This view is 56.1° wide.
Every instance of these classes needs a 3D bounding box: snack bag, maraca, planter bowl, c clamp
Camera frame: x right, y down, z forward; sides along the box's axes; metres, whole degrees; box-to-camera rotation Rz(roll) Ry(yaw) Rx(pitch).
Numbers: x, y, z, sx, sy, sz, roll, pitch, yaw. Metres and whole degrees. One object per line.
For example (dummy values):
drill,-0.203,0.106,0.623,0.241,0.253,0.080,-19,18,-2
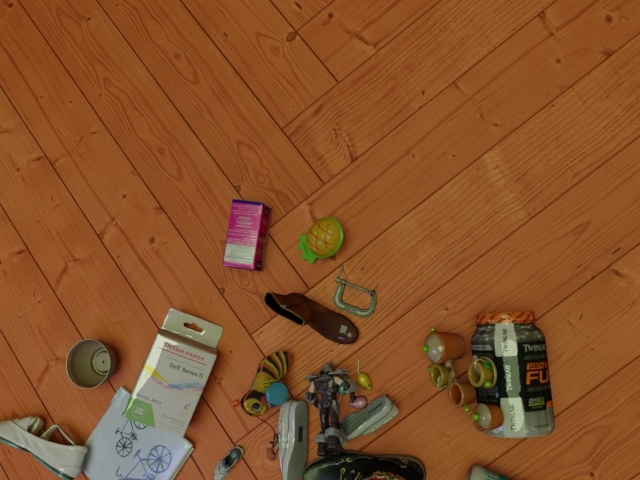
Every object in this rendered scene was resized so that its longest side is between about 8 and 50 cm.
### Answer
snack bag,-0.632,0.713,1.998,0.343,0.037,0.323,33,89,17
maraca,0.000,0.000,1.932,0.186,0.099,0.127,-33,67,32
planter bowl,-0.754,0.413,2.025,0.162,0.109,0.161,-2,82,12
c clamp,0.110,0.167,1.921,0.161,0.022,0.137,26,88,14

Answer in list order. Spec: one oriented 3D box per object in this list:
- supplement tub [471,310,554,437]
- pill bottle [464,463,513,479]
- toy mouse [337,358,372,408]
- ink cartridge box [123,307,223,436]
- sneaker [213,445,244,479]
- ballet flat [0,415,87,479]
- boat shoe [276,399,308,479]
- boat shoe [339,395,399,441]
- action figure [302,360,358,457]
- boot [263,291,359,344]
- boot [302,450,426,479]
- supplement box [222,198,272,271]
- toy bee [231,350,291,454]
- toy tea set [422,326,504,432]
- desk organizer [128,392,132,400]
supplement tub,0.542,0.374,1.709,0.207,0.207,0.337,-6,82,11
pill bottle,0.533,0.752,1.691,0.264,0.146,0.146,21,87,14
toy mouse,0.098,0.478,1.877,0.143,0.031,0.161,-32,78,6
ink cartridge box,-0.464,0.418,1.927,0.207,0.119,0.353,22,87,-9
sneaker,-0.303,0.715,1.917,0.052,0.058,0.135,37,92,14
ballet flat,-0.950,0.673,2.030,0.401,0.139,0.139,19,87,19
boat shoe,-0.095,0.628,1.877,0.084,0.095,0.258,-3,72,38
boat shoe,0.141,0.563,1.832,0.226,0.083,0.076,-37,117,23
action figure,0.027,0.504,1.829,0.185,0.099,0.284,-26,53,38
boot,-0.018,0.231,1.806,0.264,0.280,0.096,38,92,14
boot,0.109,0.701,1.715,0.378,0.284,0.138,-3,83,10
supplement box,-0.240,-0.015,1.973,0.114,0.111,0.219,8,85,12
toy bee,-0.182,0.472,1.838,0.162,0.195,0.298,16,42,-17
toy tea set,0.377,0.388,1.672,0.124,0.336,0.199,0,107,-22
desk organizer,-0.582,0.482,1.996,0.047,0.050,0.130,19,74,14
